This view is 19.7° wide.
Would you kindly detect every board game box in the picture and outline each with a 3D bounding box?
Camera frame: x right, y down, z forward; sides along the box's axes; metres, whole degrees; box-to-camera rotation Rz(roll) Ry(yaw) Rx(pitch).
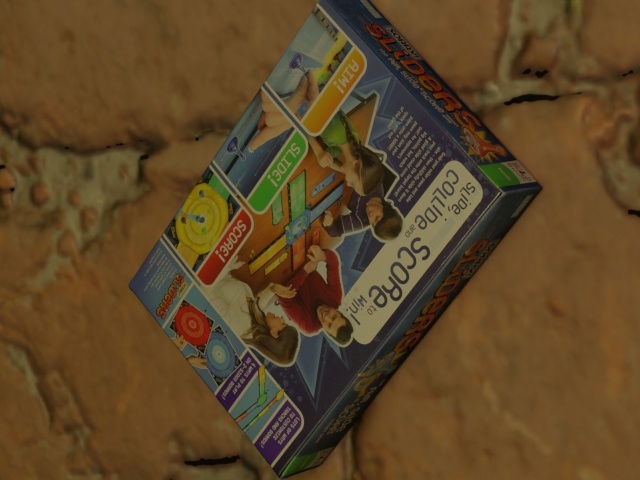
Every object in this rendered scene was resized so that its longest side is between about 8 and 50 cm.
[{"bbox_3d":[0.000,0.000,0.896,0.136,0.035,0.201,50,123,21],"label":"board game box"}]
